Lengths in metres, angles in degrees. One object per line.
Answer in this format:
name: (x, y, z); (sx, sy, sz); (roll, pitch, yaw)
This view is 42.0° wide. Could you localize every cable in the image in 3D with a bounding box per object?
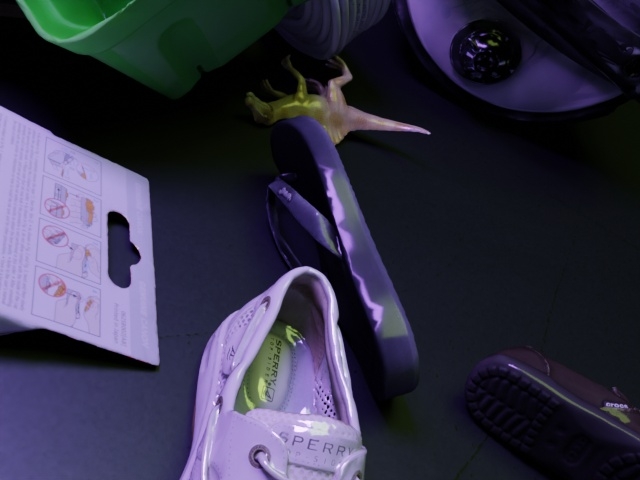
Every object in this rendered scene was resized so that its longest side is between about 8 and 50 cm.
cable: (-0.028, -0.308, 0.821); (0.089, 0.257, 0.257); (-31, 24, -14)

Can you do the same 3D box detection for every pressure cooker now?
pressure cooker: (0.269, -0.339, 0.966); (0.370, 0.375, 0.420); (2, 35, 13)

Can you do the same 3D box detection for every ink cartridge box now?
ink cartridge box: (-0.216, -0.014, 0.515); (0.232, 0.066, 0.189); (32, 30, -36)

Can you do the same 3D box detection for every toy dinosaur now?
toy dinosaur: (0.007, -0.127, 0.803); (0.183, 0.053, 0.092); (4, 59, -21)

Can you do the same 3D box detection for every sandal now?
sandal: (0.000, 0.000, 0.604); (0.055, 0.097, 0.254); (-14, 49, -11)

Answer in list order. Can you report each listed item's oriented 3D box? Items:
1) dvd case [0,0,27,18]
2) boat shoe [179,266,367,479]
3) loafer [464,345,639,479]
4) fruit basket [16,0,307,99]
dvd case: (-0.318, -0.251, 0.734); (0.221, 0.018, 0.164); (-7, 51, -40)
boat shoe: (-0.022, 0.122, 0.430); (0.098, 0.096, 0.277); (18, 39, -21)
loafer: (0.210, 0.140, 0.584); (0.220, 0.080, 0.078); (38, 37, 11)
fruit basket: (-0.195, -0.316, 0.601); (0.392, 0.283, 0.392); (53, -1, 1)
